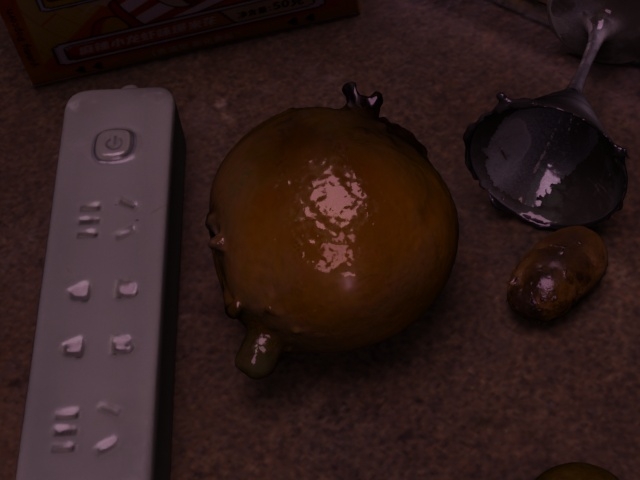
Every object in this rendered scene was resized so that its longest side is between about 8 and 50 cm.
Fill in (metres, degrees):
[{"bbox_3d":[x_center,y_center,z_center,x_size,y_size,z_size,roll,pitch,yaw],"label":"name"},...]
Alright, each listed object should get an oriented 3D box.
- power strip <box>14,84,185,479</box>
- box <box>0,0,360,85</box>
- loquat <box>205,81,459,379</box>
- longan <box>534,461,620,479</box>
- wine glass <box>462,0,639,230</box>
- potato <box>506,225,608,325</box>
[{"bbox_3d":[-0.147,0.032,1.028,0.091,0.062,0.385,-4,52,3],"label":"power strip"},{"bbox_3d":[-0.134,-0.300,1.163,0.283,0.260,0.214,-13,50,0],"label":"box"},{"bbox_3d":[0.000,0.000,0.975,0.172,0.149,0.204,27,75,25],"label":"loquat"},{"bbox_3d":[0.154,0.170,0.868,0.083,0.075,0.075,37,57,-15],"label":"longan"},{"bbox_3d":[0.186,-0.108,1.056,0.122,0.122,0.183,14,50,20],"label":"wine glass"},{"bbox_3d":[0.160,0.022,0.997,0.051,0.040,0.083,35,66,25],"label":"potato"}]
